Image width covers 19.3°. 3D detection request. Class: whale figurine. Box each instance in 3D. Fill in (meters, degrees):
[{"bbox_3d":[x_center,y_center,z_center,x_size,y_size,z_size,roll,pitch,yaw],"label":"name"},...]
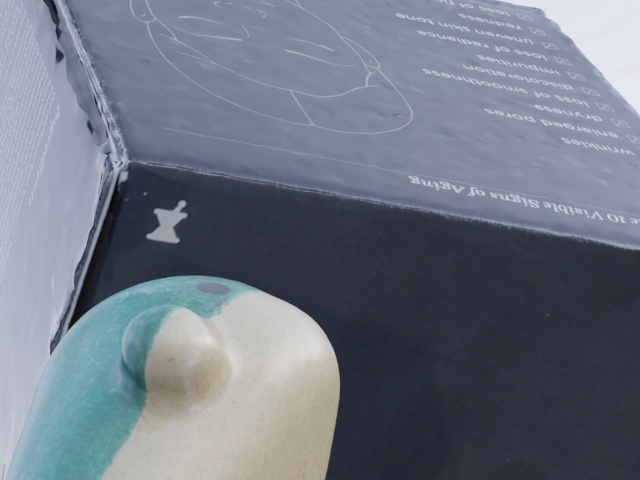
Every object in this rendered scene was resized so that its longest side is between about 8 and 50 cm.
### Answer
[{"bbox_3d":[-0.100,0.119,0.883,0.141,0.216,0.272,21,32,21],"label":"whale figurine"}]

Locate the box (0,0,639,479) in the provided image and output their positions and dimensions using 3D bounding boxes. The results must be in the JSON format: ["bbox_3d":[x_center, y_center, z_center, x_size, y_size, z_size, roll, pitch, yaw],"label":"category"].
[{"bbox_3d":[0.000,0.000,1.378,0.479,0.472,0.297,10,-67,-21],"label":"box"}]
